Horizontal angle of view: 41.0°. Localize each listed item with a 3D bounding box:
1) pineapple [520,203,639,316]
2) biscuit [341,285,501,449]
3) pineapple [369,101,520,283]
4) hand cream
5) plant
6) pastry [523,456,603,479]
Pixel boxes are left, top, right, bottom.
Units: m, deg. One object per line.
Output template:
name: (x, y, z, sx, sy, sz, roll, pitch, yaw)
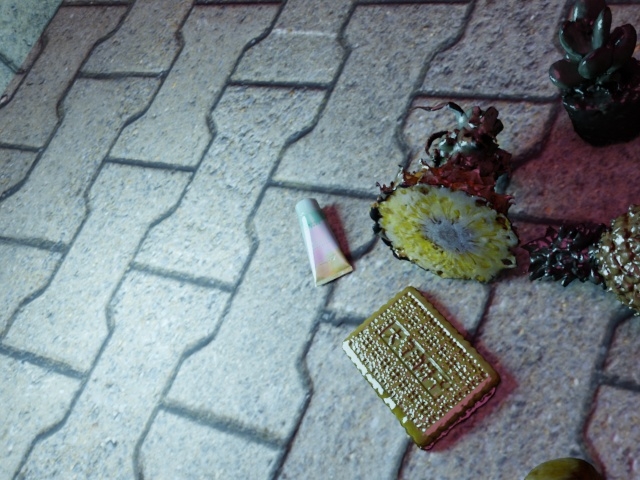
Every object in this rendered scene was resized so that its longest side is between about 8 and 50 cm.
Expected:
pineapple: (0.471, 0.033, 1.256, 0.362, 0.202, 0.202, -1, 58, 50)
biscuit: (0.157, 0.200, 1.396, 0.172, 0.029, 0.254, -41, 50, -2)
pineapple: (0.239, -0.106, 1.450, 0.262, 0.262, 0.272, 2, 49, 30)
hand cream: (0.000, 0.000, 1.608, 0.076, 0.047, 0.174, -26, 59, 10)
plant: (0.451, -0.277, 1.394, 0.149, 0.274, 0.146, -22, 57, 16)
pastry: (0.311, 0.372, 1.082, 0.093, 0.182, 0.192, -11, 17, 34)
